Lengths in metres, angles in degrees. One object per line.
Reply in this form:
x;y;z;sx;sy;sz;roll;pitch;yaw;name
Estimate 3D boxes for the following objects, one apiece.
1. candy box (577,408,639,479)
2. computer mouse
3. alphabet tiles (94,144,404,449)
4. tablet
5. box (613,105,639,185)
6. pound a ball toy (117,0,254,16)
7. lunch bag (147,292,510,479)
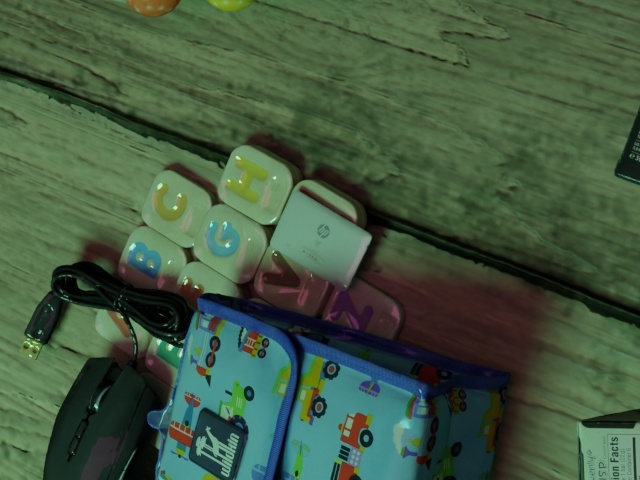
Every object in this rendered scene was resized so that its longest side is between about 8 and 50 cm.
0.312;0.152;1.132;0.233;0.159;0.071;-2;87;31;candy box
-0.221;0.147;1.478;0.184;0.060;0.262;25;101;33;computer mouse
-0.070;0.068;1.434;0.278;0.021;0.284;31;105;27;alphabet tiles
0.000;0.000;1.379;0.083;0.006;0.054;31;105;24;tablet
0.362;-0.084;1.139;0.261;0.103;0.184;25;105;28;box
-0.115;-0.258;1.356;0.319;0.208;0.135;-2;88;29;pound a ball toy
-0.020;0.177;1.348;0.293;0.138;0.221;16;98;35;lunch bag
